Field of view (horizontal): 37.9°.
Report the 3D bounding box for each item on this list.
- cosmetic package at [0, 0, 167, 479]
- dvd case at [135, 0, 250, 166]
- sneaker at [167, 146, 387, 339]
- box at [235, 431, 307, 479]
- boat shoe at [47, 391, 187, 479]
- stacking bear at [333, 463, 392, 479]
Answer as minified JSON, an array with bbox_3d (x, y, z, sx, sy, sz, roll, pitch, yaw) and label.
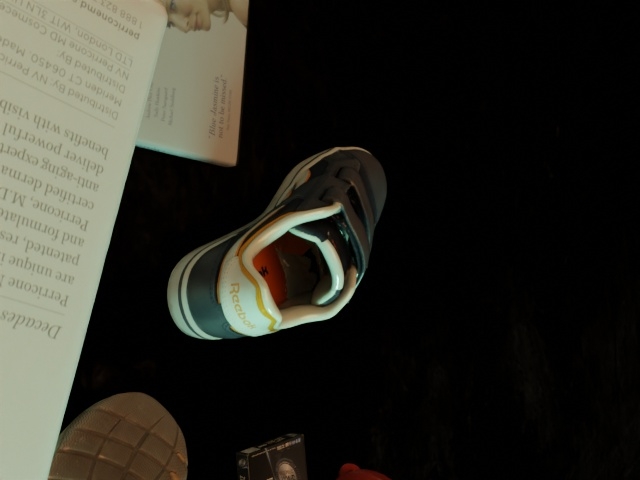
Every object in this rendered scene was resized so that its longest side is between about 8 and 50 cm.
[{"bbox_3d":[-0.268,0.043,0.561,0.161,0.230,0.453,26,71,-45],"label":"cosmetic package"},{"bbox_3d":[-0.164,-0.175,0.833,0.253,0.022,0.180,10,82,-47],"label":"dvd case"},{"bbox_3d":[0.000,0.000,0.937,0.321,0.127,0.126,-42,118,-42],"label":"sneaker"},{"bbox_3d":[-0.049,0.240,0.955,0.083,0.018,0.067,-7,94,-48],"label":"box"},{"bbox_3d":[-0.213,0.230,0.708,0.123,0.116,0.324,57,30,-10],"label":"boat shoe"},{"bbox_3d":[0.006,0.337,0.916,0.175,0.164,0.289,42,38,4],"label":"stacking bear"}]
